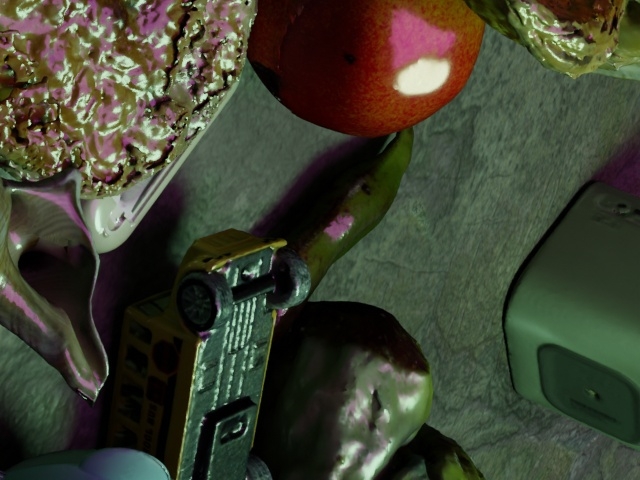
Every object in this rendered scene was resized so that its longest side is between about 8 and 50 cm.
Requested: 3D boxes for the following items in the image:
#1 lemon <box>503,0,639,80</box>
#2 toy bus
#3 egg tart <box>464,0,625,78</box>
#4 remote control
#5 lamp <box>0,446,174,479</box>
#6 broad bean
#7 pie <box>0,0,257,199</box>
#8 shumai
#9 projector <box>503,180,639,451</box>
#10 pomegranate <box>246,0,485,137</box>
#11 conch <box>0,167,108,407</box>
[{"bbox_3d":[0.294,-0.332,1.534,0.364,0.364,0.364,-37,139,-40],"label":"lemon"},{"bbox_3d":[-0.111,0.147,1.443,0.121,0.123,0.335,-18,125,-50],"label":"toy bus"},{"bbox_3d":[0.158,-0.237,1.275,0.252,0.098,0.231,-5,92,-54],"label":"egg tart"},{"bbox_3d":[-0.131,-0.083,1.330,0.221,0.042,0.078,-55,147,-18],"label":"remote control"},{"bbox_3d":[-0.178,0.275,1.347,0.147,0.209,0.284,-66,145,-61],"label":"lamp"},{"bbox_3d":[0.000,0.000,1.575,0.339,0.061,0.077,-49,153,-26],"label":"broad bean"},{"bbox_3d":[-0.156,-0.159,1.205,0.274,0.055,0.274,-22,123,-38],"label":"pie"},{"bbox_3d":[-0.003,0.196,1.589,0.304,0.309,0.263,-16,104,-6],"label":"shumai"},{"bbox_3d":[0.404,0.107,2.102,0.248,0.249,0.248,-49,147,-26],"label":"projector"},{"bbox_3d":[0.041,-0.198,1.354,0.210,0.210,0.235,-26,143,-48],"label":"pomegranate"},{"bbox_3d":[-0.228,-0.005,1.156,0.234,0.114,0.137,37,78,-38],"label":"conch"}]
